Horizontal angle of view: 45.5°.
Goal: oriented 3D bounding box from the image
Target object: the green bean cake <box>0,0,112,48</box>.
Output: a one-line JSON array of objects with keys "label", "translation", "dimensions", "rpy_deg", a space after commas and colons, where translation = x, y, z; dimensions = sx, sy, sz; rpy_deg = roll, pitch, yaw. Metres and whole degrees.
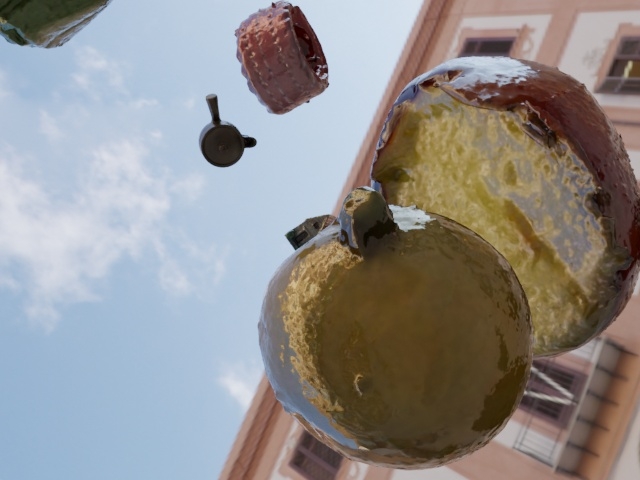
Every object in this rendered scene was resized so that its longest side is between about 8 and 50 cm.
[{"label": "green bean cake", "translation": [-0.295, -0.294, 0.720], "dimensions": [0.125, 0.248, 0.222], "rpy_deg": [-39, -66, 0]}]

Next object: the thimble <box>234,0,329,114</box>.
[{"label": "thimble", "translation": [-0.069, -0.335, 1.427], "dimensions": [0.163, 0.125, 0.189], "rpy_deg": [26, -135, -60]}]

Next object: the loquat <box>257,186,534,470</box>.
[{"label": "loquat", "translation": [0.044, 0.052, 0.477], "dimensions": [0.149, 0.172, 0.204], "rpy_deg": [-51, -44, -41]}]

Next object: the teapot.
[{"label": "teapot", "translation": [-0.145, -0.169, 1.147], "dimensions": [0.085, 0.080, 0.110], "rpy_deg": [-14, -68, -11]}]

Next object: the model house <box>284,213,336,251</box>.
[{"label": "model house", "translation": [0.000, 0.000, 1.525], "dimensions": [0.100, 0.088, 0.101], "rpy_deg": [-36, -98, 6]}]

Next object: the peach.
[{"label": "peach", "translation": [0.254, -0.043, 1.008], "dimensions": [0.353, 0.339, 0.416], "rpy_deg": [18, -135, -20]}]
